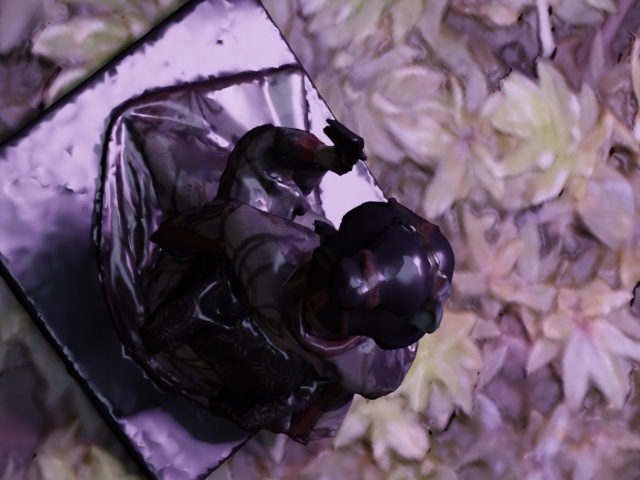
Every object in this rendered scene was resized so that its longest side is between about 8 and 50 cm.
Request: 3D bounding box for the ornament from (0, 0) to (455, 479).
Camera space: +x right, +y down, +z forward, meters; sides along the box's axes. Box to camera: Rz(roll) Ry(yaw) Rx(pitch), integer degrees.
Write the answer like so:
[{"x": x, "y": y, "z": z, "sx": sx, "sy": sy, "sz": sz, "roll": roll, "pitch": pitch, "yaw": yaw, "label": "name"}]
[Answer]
[{"x": 0.000, "y": 0.000, "z": 0.636, "sx": 0.153, "sy": 0.196, "sz": 0.166, "roll": -41, "pitch": 106, "yaw": -23, "label": "ornament"}]
